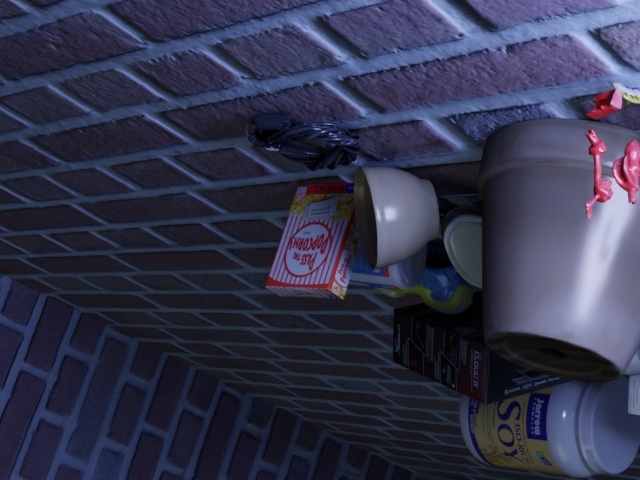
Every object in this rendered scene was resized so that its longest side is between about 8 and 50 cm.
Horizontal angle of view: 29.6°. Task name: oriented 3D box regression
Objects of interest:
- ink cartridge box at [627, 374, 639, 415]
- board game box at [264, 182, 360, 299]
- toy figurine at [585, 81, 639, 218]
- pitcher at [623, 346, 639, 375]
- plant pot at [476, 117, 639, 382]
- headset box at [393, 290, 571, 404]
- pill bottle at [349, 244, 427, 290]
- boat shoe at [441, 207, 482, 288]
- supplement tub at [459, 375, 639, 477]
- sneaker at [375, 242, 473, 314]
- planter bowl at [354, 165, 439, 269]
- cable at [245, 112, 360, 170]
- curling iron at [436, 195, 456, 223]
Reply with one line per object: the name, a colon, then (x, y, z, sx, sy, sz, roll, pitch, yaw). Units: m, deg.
ink cartridge box: (0.681, 0.258, 2.175, 0.219, 0.160, 0.093, 7, 116, 26)
board game box: (0.000, 0.000, 2.010, 0.146, 0.193, 0.045, -1, 155, 42)
toy figurine: (0.500, -0.073, 1.366, 0.362, 0.191, 0.217, 25, 156, -24)
pitcher: (0.497, 0.152, 2.144, 0.178, 0.125, 0.207, 47, 160, -29)
plant pot: (0.344, 0.030, 1.646, 0.323, 0.280, 0.323, 17, 162, 6)
headset box: (0.301, 0.189, 2.157, 0.218, 0.110, 0.293, -10, -163, -33)
pill bottle: (0.063, 0.016, 2.111, 0.221, 0.124, 0.124, 7, 159, 31)
boat shoe: (0.289, 0.023, 1.952, 0.305, 0.109, 0.091, 32, -158, -38)
supplement tub: (0.492, 0.379, 2.590, 0.331, 0.241, 0.241, -2, 154, 45)
sneaker: (0.173, 0.045, 2.197, 0.240, 0.091, 0.126, 17, 134, 38)
planter bowl: (0.122, -0.041, 1.876, 0.109, 0.162, 0.162, -7, 164, -9)
cable: (-0.016, -0.143, 1.842, 0.184, 0.047, 0.150, 4, 158, 34)
curling iron: (0.108, -0.050, 2.019, 0.274, 0.035, 0.068, 3, 153, 36)
